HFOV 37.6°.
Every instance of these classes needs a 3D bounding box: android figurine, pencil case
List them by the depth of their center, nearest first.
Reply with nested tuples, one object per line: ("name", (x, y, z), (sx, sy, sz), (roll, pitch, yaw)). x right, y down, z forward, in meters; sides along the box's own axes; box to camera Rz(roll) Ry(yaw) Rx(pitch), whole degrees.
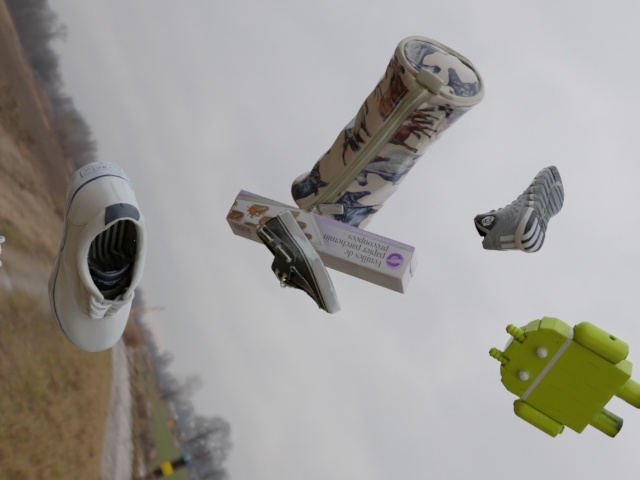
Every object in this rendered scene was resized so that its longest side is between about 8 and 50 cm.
("pencil case", (0.105, -0.168, 1.597), (0.160, 0.183, 0.410), (37, -48, -4))
("android figurine", (0.436, 0.242, 1.680), (0.273, 0.056, 0.248), (32, -56, 2))

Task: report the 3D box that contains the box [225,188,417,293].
("box", (0.000, 0.000, 1.561), (0.324, 0.063, 0.067), (19, -21, 19))

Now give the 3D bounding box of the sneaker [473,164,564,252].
("sneaker", (0.333, -0.055, 1.623), (0.132, 0.228, 0.086), (-8, -64, 34))

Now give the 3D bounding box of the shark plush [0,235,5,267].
("shark plush", (-0.740, 0.018, 2.047), (0.161, 0.067, 0.073), (115, -24, -82))

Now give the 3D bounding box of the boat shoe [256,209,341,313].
("boat shoe", (-0.035, 0.042, 1.408), (0.219, 0.070, 0.077), (56, -8, 47))

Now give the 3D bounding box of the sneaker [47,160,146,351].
("sneaker", (-0.236, 0.041, 0.996), (0.258, 0.094, 0.091), (101, -30, -42))
